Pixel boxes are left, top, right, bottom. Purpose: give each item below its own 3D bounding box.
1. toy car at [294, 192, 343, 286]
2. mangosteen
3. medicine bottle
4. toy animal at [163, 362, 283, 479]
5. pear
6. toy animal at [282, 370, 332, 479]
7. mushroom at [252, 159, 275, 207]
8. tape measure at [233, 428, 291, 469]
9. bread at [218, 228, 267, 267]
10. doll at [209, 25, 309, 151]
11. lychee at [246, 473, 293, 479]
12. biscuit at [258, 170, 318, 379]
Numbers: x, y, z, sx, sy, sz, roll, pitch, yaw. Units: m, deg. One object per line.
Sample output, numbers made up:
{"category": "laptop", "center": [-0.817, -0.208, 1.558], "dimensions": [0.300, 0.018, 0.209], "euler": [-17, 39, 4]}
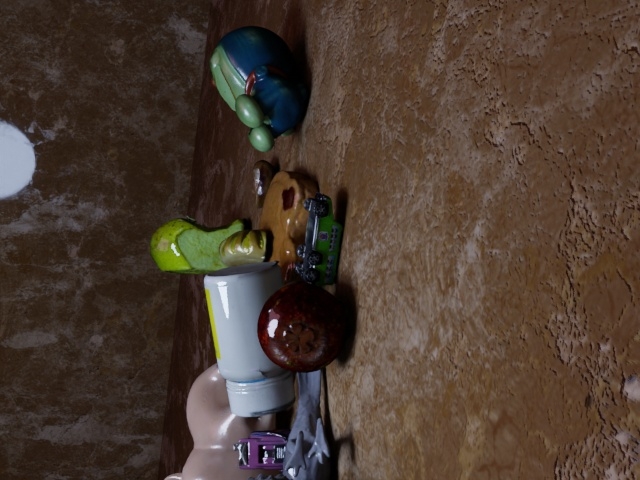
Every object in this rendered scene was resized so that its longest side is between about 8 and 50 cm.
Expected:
{"category": "toy car", "center": [0.000, 0.000, 1.308], "dimensions": [0.071, 0.062, 0.165], "euler": [-149, 66, -70]}
{"category": "mangosteen", "center": [-0.039, 0.139, 1.249], "dimensions": [0.181, 0.145, 0.156], "euler": [-142, 54, -66]}
{"category": "medicine bottle", "center": [-0.122, 0.175, 1.355], "dimensions": [0.143, 0.143, 0.258], "euler": [-172, 71, -72]}
{"category": "toy animal", "center": [-0.184, 0.411, 1.508], "dimensions": [0.326, 0.236, 0.269], "euler": [-113, 37, -51]}
{"category": "pear", "center": [-0.332, 0.019, 2.038], "dimensions": [0.238, 0.255, 0.164], "euler": [155, 117, -75]}
{"category": "toy animal", "center": [-0.022, 0.341, 1.227], "dimensions": [0.206, 0.081, 0.367], "euler": [91, 178, -77]}
{"category": "mushroom", "center": [-0.134, -0.134, 1.783], "dimensions": [0.123, 0.052, 0.123], "euler": [-177, 90, -80]}
{"category": "tape measure", "center": [-0.084, 0.380, 1.354], "dimensions": [0.118, 0.125, 0.074], "euler": [31, -122, -74]}
{"category": "bread", "center": [-0.165, 0.021, 1.566], "dimensions": [0.157, 0.094, 0.083], "euler": [120, 148, -70]}
{"category": "doll", "center": [-0.131, -0.344, 1.634], "dimensions": [0.322, 0.186, 0.199], "euler": [59, 175, 35]}
{"category": "lychee", "center": [-0.072, 0.479, 1.055], "dimensions": [0.300, 0.299, 0.300], "euler": [-175, 90, -72]}
{"category": "biscuit", "center": [-0.085, 0.081, 1.560], "dimensions": [0.350, 0.078, 0.456], "euler": [139, 133, -71]}
